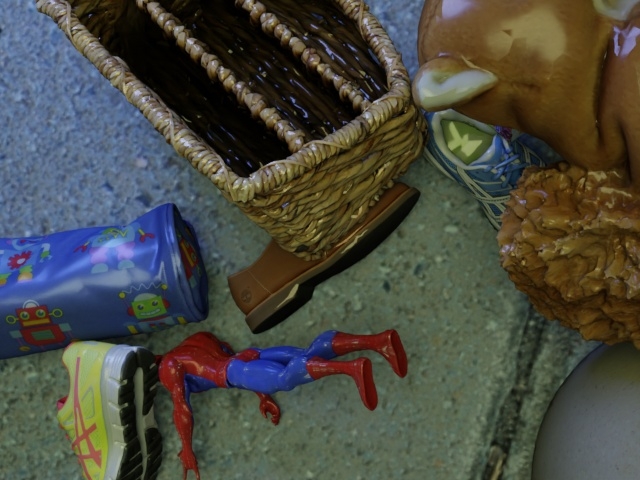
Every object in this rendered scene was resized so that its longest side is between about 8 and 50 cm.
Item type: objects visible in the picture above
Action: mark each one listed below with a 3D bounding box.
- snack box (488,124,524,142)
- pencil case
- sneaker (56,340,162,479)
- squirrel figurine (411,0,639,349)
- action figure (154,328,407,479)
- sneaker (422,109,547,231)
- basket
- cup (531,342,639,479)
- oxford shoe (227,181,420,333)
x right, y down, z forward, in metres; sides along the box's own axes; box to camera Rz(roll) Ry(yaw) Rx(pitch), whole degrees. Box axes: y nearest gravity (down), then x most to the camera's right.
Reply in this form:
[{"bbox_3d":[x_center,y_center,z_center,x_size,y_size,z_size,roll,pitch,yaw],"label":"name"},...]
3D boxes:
[{"bbox_3d":[0.199,-0.163,1.131,0.141,0.037,0.100,-31,54,-20],"label":"snack box"},{"bbox_3d":[-0.261,0.043,1.165,0.306,0.133,0.119,-10,129,6],"label":"pencil case"},{"bbox_3d":[-0.210,0.182,1.152,0.094,0.081,0.208,16,114,22],"label":"sneaker"},{"bbox_3d":[0.250,-0.077,0.937,0.370,0.281,0.397,10,113,6],"label":"squirrel figurine"},{"bbox_3d":[-0.052,0.154,1.130,0.280,0.091,0.139,0,111,34],"label":"action figure"},{"bbox_3d":[0.175,-0.056,1.144,0.211,0.081,0.080,36,90,8],"label":"sneaker"},{"bbox_3d":[-0.058,-0.164,1.075,0.213,0.223,0.299,-45,67,1],"label":"basket"},{"bbox_3d":[0.358,0.223,1.028,0.331,0.237,0.331,0,85,5],"label":"cup"},{"bbox_3d":[0.000,0.000,1.165,0.212,0.076,0.076,-35,75,3],"label":"oxford shoe"}]
